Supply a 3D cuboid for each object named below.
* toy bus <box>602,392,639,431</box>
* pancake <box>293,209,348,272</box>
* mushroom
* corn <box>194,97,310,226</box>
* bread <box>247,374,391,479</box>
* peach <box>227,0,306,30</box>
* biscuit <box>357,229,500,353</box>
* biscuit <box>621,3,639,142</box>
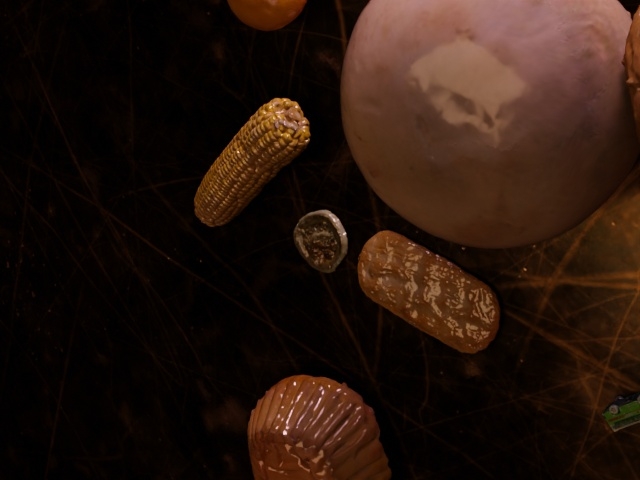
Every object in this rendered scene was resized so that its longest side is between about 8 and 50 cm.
[{"bbox_3d":[0.411,0.219,1.227,0.083,0.031,0.037,-33,89,39],"label":"toy bus"},{"bbox_3d":[0.001,-0.001,1.499,0.108,0.017,0.108,14,114,33],"label":"pancake"},{"bbox_3d":[0.207,-0.174,1.117,0.362,0.294,0.362,9,114,22],"label":"mushroom"},{"bbox_3d":[-0.116,-0.117,1.510,0.101,0.101,0.292,55,132,13],"label":"corn"},{"bbox_3d":[-0.016,0.356,1.529,0.274,0.149,0.274,10,111,29],"label":"bread"},{"bbox_3d":[-0.078,-0.375,1.379,0.138,0.138,0.138,12,109,36],"label":"peach"},{"bbox_3d":[0.155,0.075,1.389,0.247,0.029,0.118,30,119,28],"label":"biscuit"},{"bbox_3d":[0.445,-0.171,0.959,0.075,0.295,0.296,-151,51,-78],"label":"biscuit"}]
